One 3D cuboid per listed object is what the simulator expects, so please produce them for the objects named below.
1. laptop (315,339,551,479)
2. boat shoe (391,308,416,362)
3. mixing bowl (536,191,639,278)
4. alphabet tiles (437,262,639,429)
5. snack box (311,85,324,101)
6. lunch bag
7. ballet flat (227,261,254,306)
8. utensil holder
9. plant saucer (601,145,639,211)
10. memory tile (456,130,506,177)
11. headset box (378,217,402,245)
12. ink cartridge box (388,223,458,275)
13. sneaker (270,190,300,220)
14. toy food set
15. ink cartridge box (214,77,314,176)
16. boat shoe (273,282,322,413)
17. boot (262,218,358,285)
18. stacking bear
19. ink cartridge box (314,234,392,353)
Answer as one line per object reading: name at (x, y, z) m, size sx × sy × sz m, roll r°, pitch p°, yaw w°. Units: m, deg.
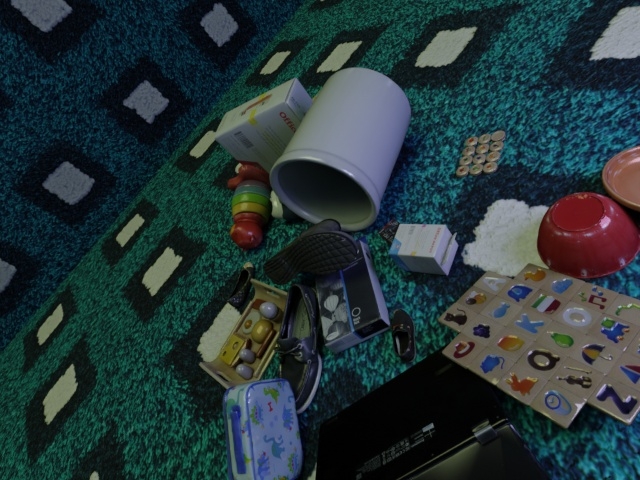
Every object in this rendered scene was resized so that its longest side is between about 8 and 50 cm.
laptop at (0.204, 0.449, 0.730) m, size 0.382 × 0.236 × 0.408 m, roll -36°, pitch 11°, yaw 11°
boat shoe at (0.187, 0.209, 0.939) m, size 0.049 × 0.042 × 0.133 m, roll -27°, pitch 41°, yaw 26°
mixing bowl at (0.510, -0.026, 0.805) m, size 0.182 × 0.098 × 0.181 m, roll -24°, pitch 44°, yaw 26°
alphabet tiles at (0.400, 0.163, 0.738) m, size 0.285 × 0.011 × 0.343 m, roll -38°, pitch 35°, yaw -20°
snack box at (0.069, -0.611, 1.747) m, size 0.174 × 0.070 × 0.207 m, roll -49°, pitch 37°, yaw -3°
lunch bag at (-0.127, 0.416, 0.895) m, size 0.090 × 0.176 × 0.218 m, roll -21°, pitch 70°, yaw 27°
ballet flat at (-0.267, 0.145, 1.403) m, size 0.058 × 0.049 × 0.173 m, roll -12°, pitch 49°, yaw 34°
utensil holder at (0.073, -0.275, 1.243) m, size 0.328 × 0.327 × 0.385 m, roll -1°, pitch 55°, yaw 42°
plant saucer at (0.646, -0.111, 0.772) m, size 0.200 × 0.037 × 0.199 m, roll -14°, pitch 43°, yaw 13°
memory tile at (0.438, -0.236, 1.125) m, size 0.113 × 0.012 × 0.148 m, roll 0°, pitch 57°, yaw 42°
headset box at (0.203, -0.019, 1.131) m, size 0.062 × 0.032 × 0.083 m, roll -44°, pitch 37°, yaw 1°
ink cartridge box at (0.257, 0.022, 0.999) m, size 0.143 × 0.090 × 0.092 m, roll 5°, pitch 61°, yaw 43°
sneaker at (-0.086, -0.218, 1.491) m, size 0.236 × 0.130 × 0.322 m, roll -12°, pitch 55°, yaw 30°
toy food set at (-0.219, 0.270, 1.213) m, size 0.220 × 0.092 × 0.306 m, roll 12°, pitch 65°, yaw 47°
ink cartridge box at (-0.180, -0.429, 1.648) m, size 0.385 × 0.279 × 0.160 m, roll -12°, pitch 49°, yaw 35°
boat shoe at (-0.064, 0.260, 1.063) m, size 0.127 × 0.113 × 0.339 m, roll -12°, pitch 50°, yaw 34°
boot at (0.000, 0.000, 1.157) m, size 0.338 × 0.118 × 0.223 m, roll -16°, pitch 21°, yaw 43°
stacking bear at (-0.265, -0.104, 1.538) m, size 0.175 × 0.164 × 0.288 m, roll -33°, pitch 47°, yaw 49°
ink cartridge box at (0.071, 0.119, 1.107) m, size 0.165 × 0.065 × 0.332 m, roll -32°, pitch 40°, yaw 19°
